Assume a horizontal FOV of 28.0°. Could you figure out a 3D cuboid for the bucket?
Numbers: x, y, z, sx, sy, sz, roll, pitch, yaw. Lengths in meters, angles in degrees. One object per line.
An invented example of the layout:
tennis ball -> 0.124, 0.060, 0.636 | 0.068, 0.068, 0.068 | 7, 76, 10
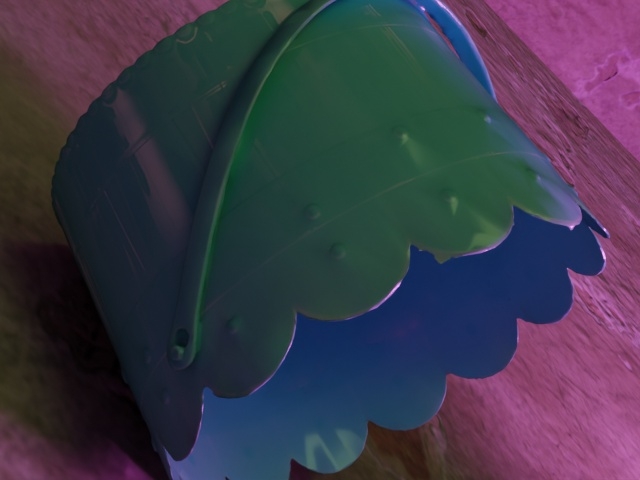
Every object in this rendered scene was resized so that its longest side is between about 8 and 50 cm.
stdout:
bucket -> 0.000, 0.000, 0.704 | 0.183, 0.281, 0.281 | 57, 23, 20
